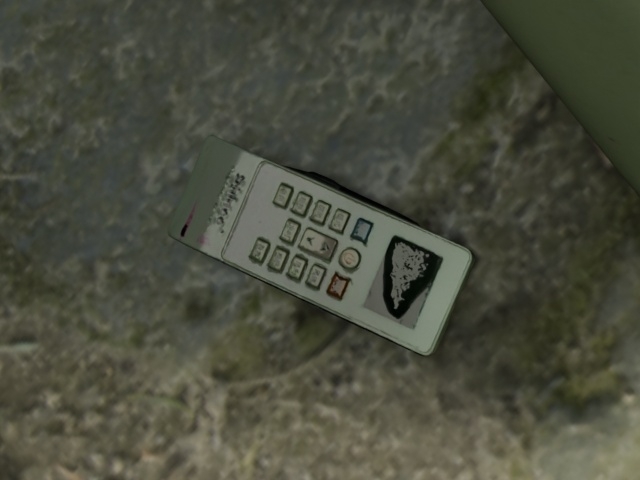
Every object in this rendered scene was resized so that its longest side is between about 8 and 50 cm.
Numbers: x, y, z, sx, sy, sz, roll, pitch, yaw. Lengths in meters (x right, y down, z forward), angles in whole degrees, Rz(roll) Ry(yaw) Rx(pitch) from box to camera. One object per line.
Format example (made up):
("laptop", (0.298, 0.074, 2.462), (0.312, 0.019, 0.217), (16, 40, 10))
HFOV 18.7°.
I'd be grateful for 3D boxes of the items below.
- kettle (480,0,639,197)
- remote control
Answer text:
("kettle", (0.179, -0.197, 0.729), (0.361, 0.377, 0.250), (-16, 45, 40))
("remote control", (0.000, 0.000, 1.030), (0.166, 0.029, 0.065), (24, 93, 19))
